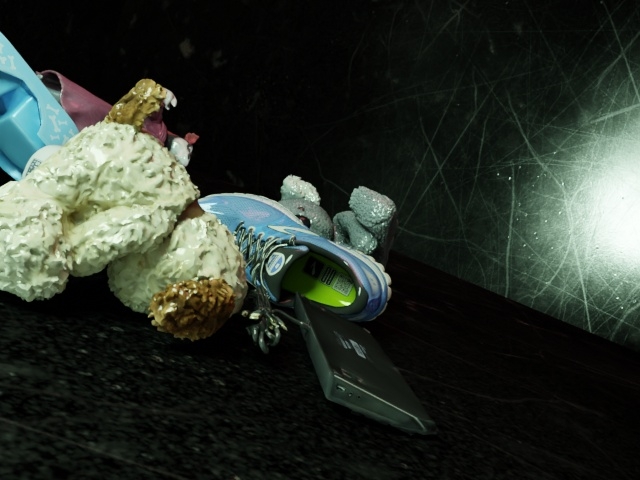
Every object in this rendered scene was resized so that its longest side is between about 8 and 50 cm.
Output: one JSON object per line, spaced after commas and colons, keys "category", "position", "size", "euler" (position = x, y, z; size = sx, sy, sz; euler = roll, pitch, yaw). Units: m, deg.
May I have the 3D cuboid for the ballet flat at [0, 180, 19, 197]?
{"category": "ballet flat", "position": [-0.335, -0.035, 0.755], "size": [0.073, 0.067, 0.206], "euler": [22, 6, 4]}

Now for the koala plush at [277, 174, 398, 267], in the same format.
{"category": "koala plush", "position": [0.000, 0.000, 1.136], "size": [0.221, 0.196, 0.203], "euler": [21, -6, 13]}

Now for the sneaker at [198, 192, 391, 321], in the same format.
{"category": "sneaker", "position": [-0.060, 0.017, 0.955], "size": [0.330, 0.129, 0.147], "euler": [22, 3, 13]}

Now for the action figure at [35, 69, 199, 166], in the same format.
{"category": "action figure", "position": [-0.403, -0.191, 1.333], "size": [0.276, 0.248, 0.370], "euler": [17, 10, 33]}

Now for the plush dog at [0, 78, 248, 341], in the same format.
{"category": "plush dog", "position": [-0.163, -0.007, 0.662], "size": [0.225, 0.210, 0.262], "euler": [47, 2, -13]}

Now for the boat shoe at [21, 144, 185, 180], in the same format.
{"category": "boat shoe", "position": [-0.284, -0.082, 1.075], "size": [0.157, 0.135, 0.367], "euler": [22, 8, 16]}

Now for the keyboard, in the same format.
{"category": "keyboard", "position": [0.000, 0.110, 0.725], "size": [0.202, 0.033, 0.317], "euler": [30, 3, -10]}

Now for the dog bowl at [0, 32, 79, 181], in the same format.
{"category": "dog bowl", "position": [-0.481, -0.209, 1.023], "size": [0.166, 0.074, 0.297], "euler": [-8, -53, 42]}
